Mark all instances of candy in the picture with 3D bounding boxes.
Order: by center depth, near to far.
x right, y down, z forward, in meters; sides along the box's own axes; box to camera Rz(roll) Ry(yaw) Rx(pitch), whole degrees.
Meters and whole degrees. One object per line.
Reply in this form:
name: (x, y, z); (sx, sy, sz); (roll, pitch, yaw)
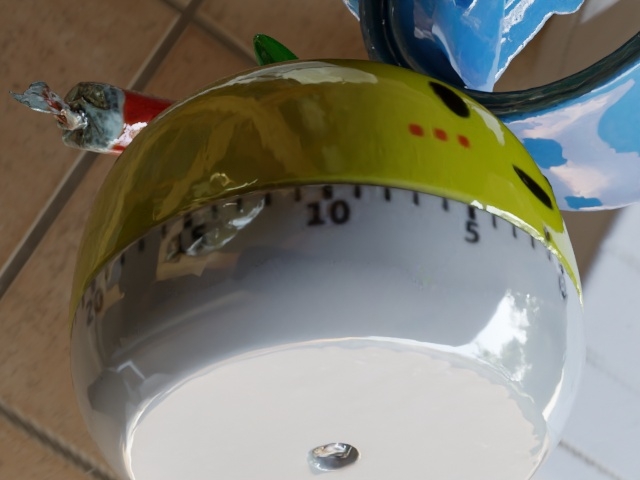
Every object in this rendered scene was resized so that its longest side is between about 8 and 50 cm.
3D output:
candy: (-0.131, -0.092, 1.370); (0.292, 0.086, 0.059); (9, 95, -33)

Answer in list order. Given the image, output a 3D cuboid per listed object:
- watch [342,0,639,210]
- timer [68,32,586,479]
watch: (0.171, -0.180, 0.969); (0.305, 0.274, 0.241); (-47, 138, 8)
timer: (0.000, 0.000, 0.863); (0.285, 0.285, 0.285); (5, 75, -18)
